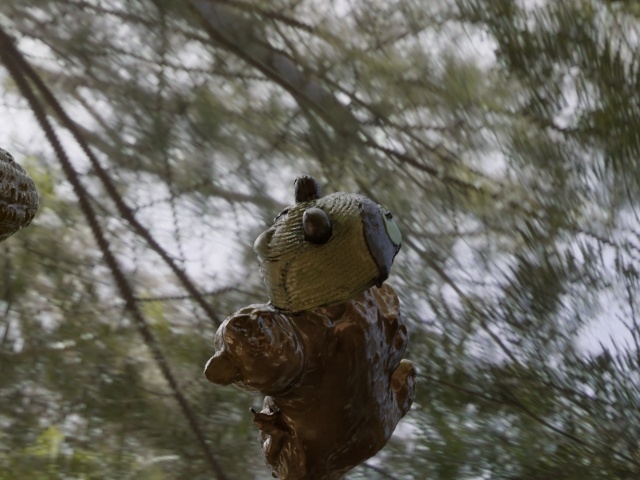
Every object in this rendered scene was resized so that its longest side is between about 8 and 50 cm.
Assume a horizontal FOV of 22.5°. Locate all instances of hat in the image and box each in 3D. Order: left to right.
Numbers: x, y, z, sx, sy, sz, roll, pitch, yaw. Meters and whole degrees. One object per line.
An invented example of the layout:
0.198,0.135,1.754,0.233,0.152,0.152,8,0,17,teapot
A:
0.001,0.000,0.895,0.076,0.077,0.059,-18,-65,23,hat

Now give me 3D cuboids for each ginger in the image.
-0.001,0.076,1.009,0.074,0.213,0.137,24,-113,34,ginger

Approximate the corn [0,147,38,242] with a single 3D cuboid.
-0.238,-0.048,0.876,0.086,0.288,0.087,-3,-102,16,corn
